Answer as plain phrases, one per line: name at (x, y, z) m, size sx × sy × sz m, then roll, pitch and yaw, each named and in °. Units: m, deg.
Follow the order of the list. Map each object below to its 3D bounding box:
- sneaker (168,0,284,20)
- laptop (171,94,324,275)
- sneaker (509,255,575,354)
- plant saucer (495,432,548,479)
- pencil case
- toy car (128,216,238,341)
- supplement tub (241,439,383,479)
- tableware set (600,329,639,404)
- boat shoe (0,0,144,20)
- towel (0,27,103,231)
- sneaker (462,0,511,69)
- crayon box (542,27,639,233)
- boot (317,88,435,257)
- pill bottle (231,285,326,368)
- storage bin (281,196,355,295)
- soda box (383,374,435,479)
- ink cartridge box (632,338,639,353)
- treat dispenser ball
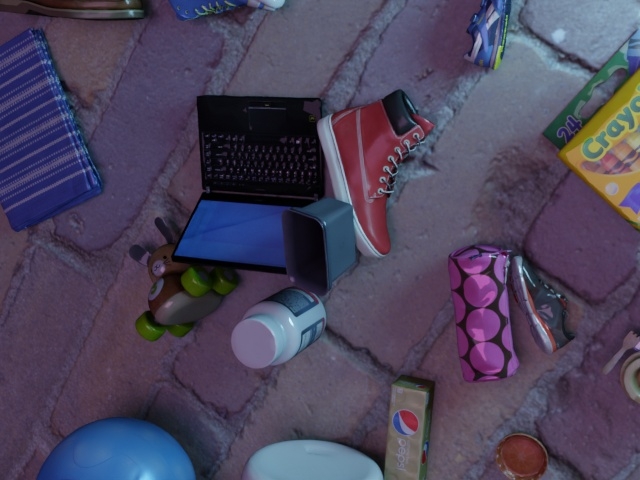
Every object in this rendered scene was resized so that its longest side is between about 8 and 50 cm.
sneaker at (-0.171, -0.410, 1.333) m, size 0.240 × 0.091 × 0.126 m, roll 32°, pitch 128°, yaw 14°
laptop at (-0.125, -0.098, 1.326) m, size 0.234 × 0.136 × 0.264 m, roll 5°, pitch 107°, yaw 21°
sneaker at (0.339, 0.091, 1.226) m, size 0.065 × 0.061 × 0.158 m, roll -22°, pitch 91°, yaw -3°
plant saucer at (0.323, 0.348, 1.290) m, size 0.083 × 0.013 × 0.083 m, roll 4°, pitch 100°, yaw 22°
pencil case at (0.254, 0.112, 1.236) m, size 0.098 × 0.095 × 0.209 m, roll -5°, pitch 100°, yaw 23°
toy car at (-0.269, 0.055, 1.421) m, size 0.155 × 0.149 × 0.188 m, roll -43°, pitch 70°, yaw 21°
supplement tub at (-0.023, 0.522, 1.334) m, size 0.235 × 0.235 × 0.325 m, roll 8°, pitch 99°, yaw 21°
tableware set at (0.496, 0.158, 1.125) m, size 0.128 × 0.039 × 0.194 m, roll 36°, pitch 112°, yaw 15°
boat shoe at (-0.446, -0.444, 1.413) m, size 0.307 × 0.111 × 0.104 m, roll 11°, pitch 104°, yaw 20°
towel at (-0.564, -0.207, 1.550) m, size 0.243 × 0.040 × 0.336 m, roll -22°, pitch 88°, yaw 26°
sneaker at (0.246, -0.326, 1.183) m, size 0.059 × 0.053 × 0.144 m, roll 13°, pitch 103°, yaw 22°
crayon box at (0.474, -0.115, 1.086) m, size 0.323 × 0.083 × 0.203 m, roll 47°, pitch 113°, yaw 18°
boot at (0.110, -0.104, 1.261) m, size 0.176 × 0.088 × 0.244 m, roll -17°, pitch 89°, yaw 22°
pill bottle at (-0.070, 0.145, 1.324) m, size 0.108 × 0.180 × 0.108 m, roll 4°, pitch 100°, yaw 22°
storage bin at (0.000, 0.000, 1.234) m, size 0.098 × 0.091 × 0.135 m, roll 19°, pitch 126°, yaw 36°
soda box at (0.146, 0.321, 1.333) m, size 0.061 × 0.058 × 0.181 m, roll 8°, pitch 102°, yaw 21°
ink cartridge box at (0.588, 0.134, 1.126) m, size 0.206 × 0.045 × 0.208 m, roll 39°, pitch 111°, yaw 13°
treat dispenser ball at (-0.365, 0.463, 1.442) m, size 0.288 × 0.288 × 0.288 m, roll 4°, pitch 101°, yaw 22°
